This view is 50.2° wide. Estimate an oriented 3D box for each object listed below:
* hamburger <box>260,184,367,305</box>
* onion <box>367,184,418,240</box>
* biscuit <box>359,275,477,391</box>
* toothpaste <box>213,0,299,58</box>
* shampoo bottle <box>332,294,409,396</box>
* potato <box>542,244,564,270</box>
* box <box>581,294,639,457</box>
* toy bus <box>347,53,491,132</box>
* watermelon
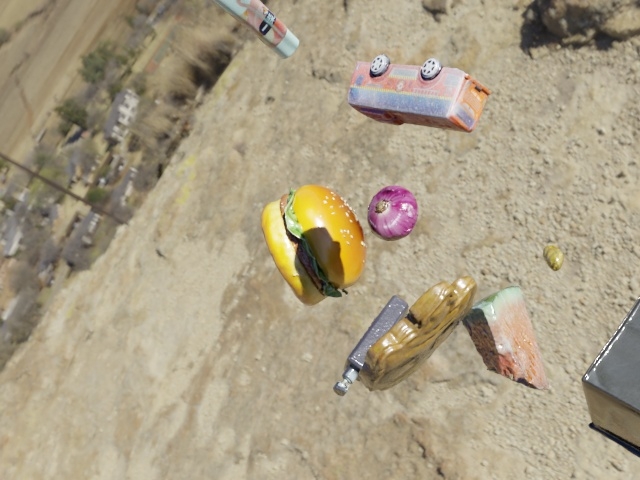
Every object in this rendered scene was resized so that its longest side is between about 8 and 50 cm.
[{"bbox_3d":[0.001,0.001,1.335,0.170,0.246,0.246,-26,44,7],"label":"hamburger"},{"bbox_3d":[0.150,-0.053,1.382,0.115,0.104,0.115,-27,51,38],"label":"onion"},{"bbox_3d":[0.148,0.142,0.994,0.208,0.290,0.041,-34,67,-20],"label":"biscuit"},{"bbox_3d":[-0.108,-0.302,0.845,0.036,0.205,0.056,18,75,53],"label":"toothpaste"},{"bbox_3d":[0.130,0.287,1.832,0.309,0.071,0.098,-49,-14,-29],"label":"shampoo bottle"},{"bbox_3d":[0.557,0.039,1.630,0.046,0.045,0.092,-39,13,18],"label":"potato"},{"bbox_3d":[0.613,0.242,1.031,0.345,0.204,0.251,28,70,40],"label":"box"},{"bbox_3d":[0.113,-0.180,0.838,0.192,0.065,0.077,21,89,49],"label":"toy bus"},{"bbox_3d":[0.442,0.249,1.611,0.140,0.193,0.257,-39,69,42],"label":"watermelon"}]
